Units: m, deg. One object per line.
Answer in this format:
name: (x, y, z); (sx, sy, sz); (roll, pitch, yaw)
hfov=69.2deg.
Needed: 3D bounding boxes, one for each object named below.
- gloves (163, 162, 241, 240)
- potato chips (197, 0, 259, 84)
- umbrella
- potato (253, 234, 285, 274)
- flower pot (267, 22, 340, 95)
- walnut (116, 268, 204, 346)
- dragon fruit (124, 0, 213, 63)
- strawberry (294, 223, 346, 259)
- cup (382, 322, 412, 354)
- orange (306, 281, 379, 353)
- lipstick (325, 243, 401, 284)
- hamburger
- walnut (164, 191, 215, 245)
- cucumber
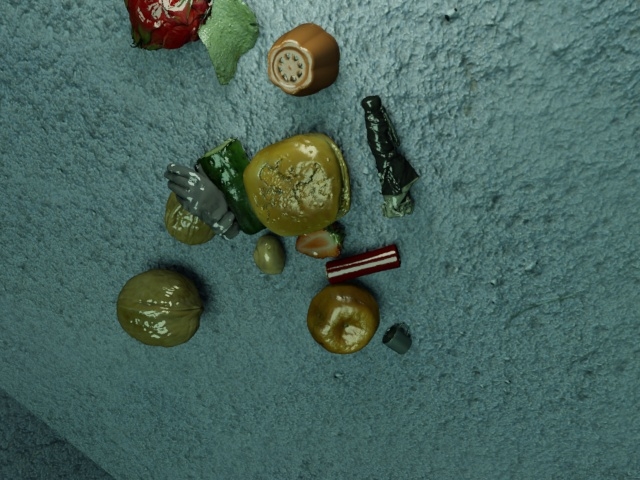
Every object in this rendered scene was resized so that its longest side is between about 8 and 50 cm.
gloves: (-0.347, -0.124, 1.394); (0.285, 0.142, 0.119); (42, 150, -15)
potato chips: (-0.251, -0.542, 1.263); (0.228, 0.167, 0.059); (-54, 53, 27)
umbrella: (0.194, -0.232, 1.311); (0.106, 0.113, 0.358); (2, 120, 41)
potato: (-0.174, 0.050, 1.580); (0.111, 0.112, 0.147); (0, 114, 17)
flower pot: (-0.055, -0.471, 1.227); (0.190, 0.173, 0.191); (7, 116, 13)
walnut: (-0.586, 0.249, 1.719); (0.312, 0.277, 0.252); (1, 148, 11)
dragon fruit: (-0.413, -0.605, 1.247); (0.233, 0.234, 0.293); (36, 127, -4)
strawberry: (0.000, 0.000, 1.512); (0.186, 0.082, 0.147); (-17, 113, 31)
cup: (0.275, 0.339, 1.616); (0.077, 0.078, 0.100); (38, 91, -11)
orange: (0.071, 0.248, 1.564); (0.248, 0.183, 0.249); (0, 109, -1)
lipstick: (0.136, 0.077, 1.486); (0.240, 0.080, 0.080); (-16, 112, 11)
hamburger: (-0.062, -0.161, 1.373); (0.304, 0.174, 0.285); (-16, 102, 24)
walnut: (-0.414, -0.093, 1.530); (0.213, 0.213, 0.214); (7, 119, 13)
cucumber: (-0.255, -0.152, 1.478); (0.105, 0.145, 0.326); (7, 128, 49)
